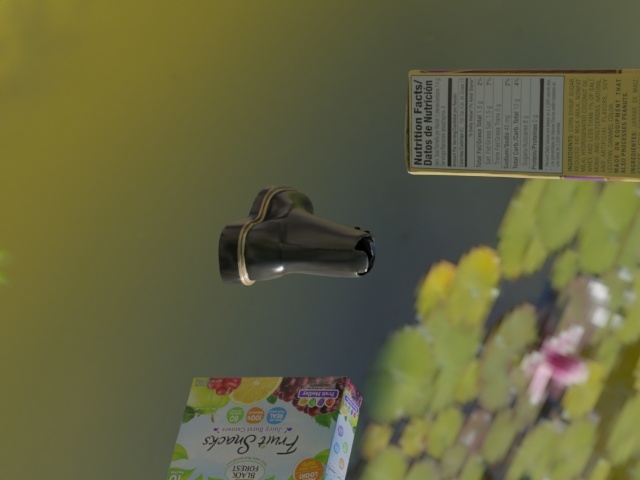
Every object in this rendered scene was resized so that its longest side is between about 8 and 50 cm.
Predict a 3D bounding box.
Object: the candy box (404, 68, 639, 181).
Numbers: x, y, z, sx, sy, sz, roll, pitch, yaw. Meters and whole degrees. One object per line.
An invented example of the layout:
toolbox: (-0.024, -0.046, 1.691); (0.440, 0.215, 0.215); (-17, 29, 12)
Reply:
candy box: (0.145, -0.054, 0.858); (0.109, 0.186, 0.053); (-6, 99, -54)

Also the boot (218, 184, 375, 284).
boot: (0.000, 0.000, 1.724); (0.198, 0.137, 0.077); (-53, 140, -65)

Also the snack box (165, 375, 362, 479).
snack box: (-0.045, 0.159, 1.476); (0.037, 0.141, 0.100); (50, 44, -49)
